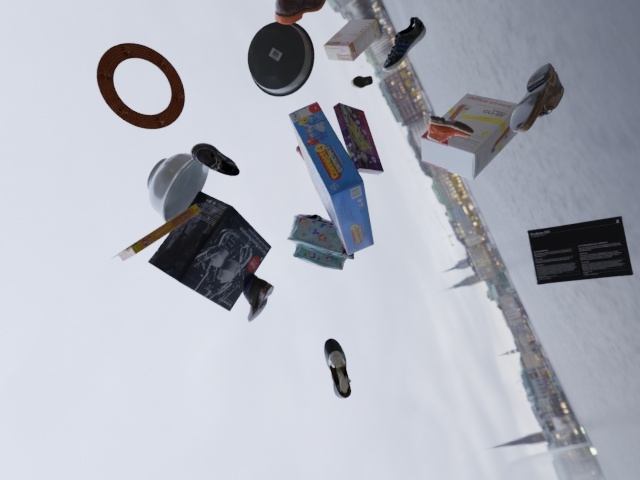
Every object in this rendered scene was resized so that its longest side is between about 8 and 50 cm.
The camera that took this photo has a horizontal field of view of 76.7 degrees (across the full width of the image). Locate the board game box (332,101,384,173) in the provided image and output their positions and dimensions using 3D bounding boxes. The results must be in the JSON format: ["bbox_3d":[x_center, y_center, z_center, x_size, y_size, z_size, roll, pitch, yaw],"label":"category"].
[{"bbox_3d":[0.187,-0.490,1.966,0.208,0.056,0.346,-3,-108,-53],"label":"board game box"}]

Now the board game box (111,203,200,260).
[{"bbox_3d":[-0.481,-0.019,1.191,0.259,0.124,0.039,-41,-75,-40],"label":"board game box"}]

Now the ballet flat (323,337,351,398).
[{"bbox_3d":[0.062,0.425,1.335,0.074,0.074,0.203,-11,-92,-68],"label":"ballet flat"}]

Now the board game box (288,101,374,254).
[{"bbox_3d":[0.035,-0.160,1.110,0.308,0.086,0.301,68,178,-58],"label":"board game box"}]

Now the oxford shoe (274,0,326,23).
[{"bbox_3d":[-0.053,-0.817,1.341,0.271,0.097,0.098,-54,-17,-32],"label":"oxford shoe"}]

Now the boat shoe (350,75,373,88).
[{"bbox_3d":[0.221,-0.893,2.293,0.190,0.072,0.068,-25,-68,-46],"label":"boat shoe"}]

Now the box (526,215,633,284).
[{"bbox_3d":[0.827,0.034,1.312,0.103,0.261,0.184,-7,-92,-65],"label":"box"}]

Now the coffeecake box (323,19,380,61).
[{"bbox_3d":[0.126,-0.807,1.630,0.142,0.185,0.068,26,157,39],"label":"coffeecake box"}]

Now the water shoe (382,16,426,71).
[{"bbox_3d":[0.284,-0.705,1.452,0.080,0.203,0.073,33,-164,-39],"label":"water shoe"}]

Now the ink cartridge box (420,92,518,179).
[{"bbox_3d":[0.691,-0.491,1.868,0.279,0.385,0.160,31,155,37],"label":"ink cartridge box"}]

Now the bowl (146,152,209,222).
[{"bbox_3d":[-0.560,-0.221,1.541,0.134,0.297,0.298,30,-155,0],"label":"bowl"}]

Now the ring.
[{"bbox_3d":[-0.691,-0.606,1.587,0.337,0.032,0.336,2,-94,-42],"label":"ring"}]

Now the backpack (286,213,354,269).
[{"bbox_3d":[0.000,0.000,1.497,0.253,0.225,0.191,30,-101,-61],"label":"backpack"}]

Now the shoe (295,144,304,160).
[{"bbox_3d":[-0.026,-0.384,1.758,0.178,0.063,0.081,-17,-120,-45],"label":"shoe"}]

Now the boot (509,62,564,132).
[{"bbox_3d":[0.714,-0.440,1.308,0.115,0.112,0.305,41,-114,-14],"label":"boot"}]

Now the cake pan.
[{"bbox_3d":[-0.168,-0.728,1.610,0.293,0.293,0.054,65,-159,1],"label":"cake pan"}]

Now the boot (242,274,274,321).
[{"bbox_3d":[-0.279,0.240,1.700,0.106,0.219,0.082,38,-154,15],"label":"boot"}]

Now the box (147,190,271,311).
[{"bbox_3d":[-0.392,0.051,1.511,0.312,0.179,0.343,-58,-29,-13],"label":"box"}]

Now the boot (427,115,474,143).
[{"bbox_3d":[0.450,-0.376,1.413,0.059,0.158,0.084,-41,-35,-46],"label":"boot"}]

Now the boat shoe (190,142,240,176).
[{"bbox_3d":[-0.350,-0.270,1.377,0.065,0.075,0.206,36,-173,27],"label":"boat shoe"}]
